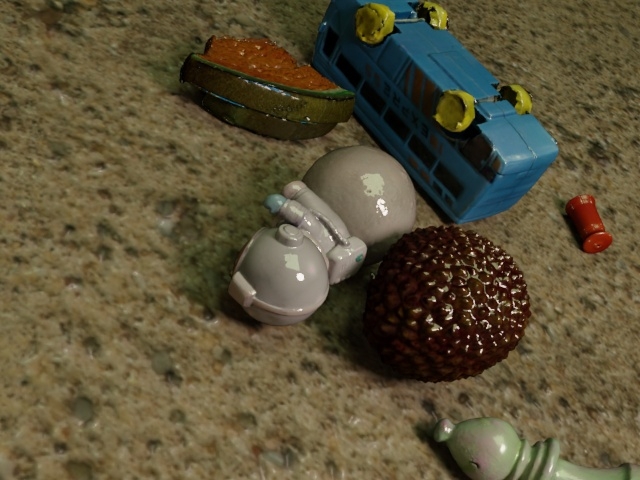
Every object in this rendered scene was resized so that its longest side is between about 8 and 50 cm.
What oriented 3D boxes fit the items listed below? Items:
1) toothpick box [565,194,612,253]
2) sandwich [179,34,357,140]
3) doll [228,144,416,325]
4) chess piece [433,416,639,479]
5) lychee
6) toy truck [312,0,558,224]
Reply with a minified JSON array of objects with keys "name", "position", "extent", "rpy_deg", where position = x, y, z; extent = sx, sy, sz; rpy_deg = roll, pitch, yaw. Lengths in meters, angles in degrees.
[{"name":"toothpick box","position":[0.394,-0.023,1.496],"extent":[0.047,0.047,0.083],"rpy_deg":[11,45,-25]},{"name":"sandwich","position":[-0.083,-0.199,1.338],"extent":[0.235,0.079,0.159],"rpy_deg":[-3,41,-41]},{"name":"doll","position":[0.000,0.000,1.133],"extent":[0.151,0.151,0.287],"rpy_deg":[39,43,7]},{"name":"chess piece","position":[0.245,0.251,1.066],"extent":[0.271,0.139,0.139],"rpy_deg":[23,38,6]},{"name":"lychee","position":[0.140,0.071,1.111],"extent":[0.188,0.188,0.188],"rpy_deg":[19,41,-17]},{"name":"toy truck","position":[0.147,-0.205,1.426],"extent":[0.161,0.162,0.385],"rpy_deg":[-16,58,-43]}]
